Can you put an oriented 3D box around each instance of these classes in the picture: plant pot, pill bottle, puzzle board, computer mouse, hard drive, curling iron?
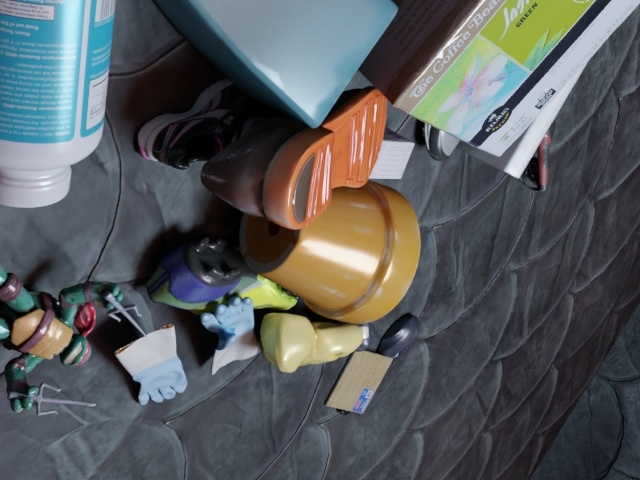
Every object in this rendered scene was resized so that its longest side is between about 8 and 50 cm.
[{"bbox_3d":[0.000,0.000,1.273,0.188,0.205,0.205,17,105,-43],"label":"plant pot"},{"bbox_3d":[-0.270,-0.166,0.856,0.146,0.146,0.264,-18,131,-44],"label":"pill bottle"},{"bbox_3d":[0.073,0.269,1.778,0.096,0.011,0.128,19,104,-36],"label":"puzzle board"},{"bbox_3d":[0.120,0.248,1.819,0.242,0.041,0.071,-54,148,-1],"label":"computer mouse"},{"bbox_3d":[0.347,-0.264,1.530,0.040,0.203,0.307,26,98,-22],"label":"hard drive"},{"bbox_3d":[-0.075,-0.269,1.003,0.234,0.166,0.165,35,89,-41],"label":"plant pot"},{"bbox_3d":[0.418,-0.207,1.796,0.035,0.068,0.274,-34,136,-28],"label":"curling iron"}]

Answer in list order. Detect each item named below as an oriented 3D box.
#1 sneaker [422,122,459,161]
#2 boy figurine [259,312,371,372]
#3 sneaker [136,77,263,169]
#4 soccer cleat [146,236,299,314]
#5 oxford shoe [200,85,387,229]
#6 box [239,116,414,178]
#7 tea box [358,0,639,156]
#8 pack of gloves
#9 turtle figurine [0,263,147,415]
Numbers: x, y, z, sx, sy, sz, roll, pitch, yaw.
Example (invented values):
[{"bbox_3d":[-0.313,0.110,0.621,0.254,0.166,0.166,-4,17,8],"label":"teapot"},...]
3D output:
[{"bbox_3d":[0.260,-0.246,1.506,0.271,0.108,0.100,-58,149,6],"label":"sneaker"},{"bbox_3d":[-0.022,0.151,1.445,0.285,0.177,0.092,5,79,-65],"label":"boy figurine"},{"bbox_3d":[-0.130,-0.133,1.129,0.178,0.077,0.072,-37,144,-27],"label":"sneaker"},{"bbox_3d":[-0.133,0.060,1.312,0.121,0.093,0.289,-32,158,20],"label":"soccer cleat"},{"bbox_3d":[-0.015,-0.126,1.143,0.364,0.133,0.130,-38,137,-60],"label":"oxford shoe"},{"bbox_3d":[0.014,-0.129,1.329,0.324,0.063,0.067,-5,123,-50],"label":"box"},{"bbox_3d":[0.213,-0.323,1.215,0.329,0.220,0.323,-50,148,19],"label":"tea box"},{"bbox_3d":[-0.169,0.169,1.293,0.195,0.046,0.232,-28,156,-15],"label":"pack of gloves"},{"bbox_3d":[-0.322,0.106,1.057,0.234,0.118,0.175,37,72,-42],"label":"turtle figurine"}]
